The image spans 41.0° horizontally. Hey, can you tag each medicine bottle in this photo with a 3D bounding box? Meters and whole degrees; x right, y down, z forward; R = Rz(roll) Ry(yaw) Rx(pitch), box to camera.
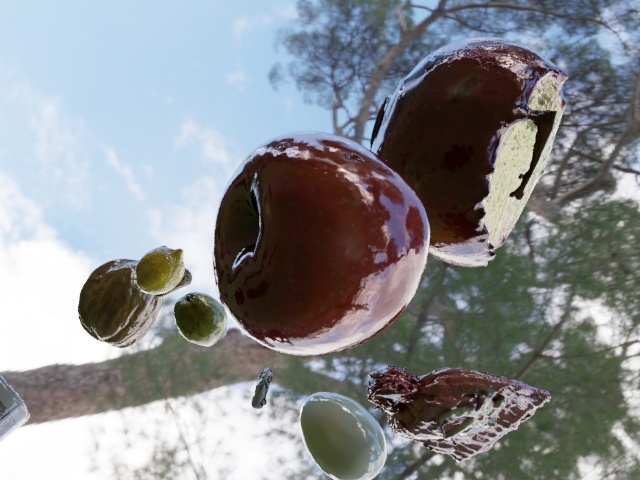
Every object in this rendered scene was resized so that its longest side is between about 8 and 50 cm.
[{"bbox_3d":[-0.381,0.200,0.886,0.079,0.140,0.079,33,-32,24],"label":"medicine bottle"}]

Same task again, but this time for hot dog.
[{"bbox_3d":[-0.294,0.077,1.685,0.058,0.083,0.035,55,-21,26],"label":"hot dog"}]

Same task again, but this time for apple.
[{"bbox_3d":[0.000,0.000,0.991,0.260,0.216,0.261,-25,-119,58],"label":"apple"}]

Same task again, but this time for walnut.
[{"bbox_3d":[-0.466,0.141,2.009,0.213,0.213,0.213,7,-79,40],"label":"walnut"}]

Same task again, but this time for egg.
[{"bbox_3d":[0.043,0.401,1.752,0.209,0.151,0.151,45,-57,17],"label":"egg"}]

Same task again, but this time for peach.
[{"bbox_3d":[0.249,-0.166,1.537,0.310,0.335,0.406,26,-65,18],"label":"peach"}]

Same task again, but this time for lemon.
[{"bbox_3d":[-0.226,0.042,1.212,0.092,0.065,0.065,-38,-109,16],"label":"lemon"}]

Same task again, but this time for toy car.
[{"bbox_3d":[-0.129,0.324,1.877,0.041,0.025,0.093,-9,-116,59],"label":"toy car"}]

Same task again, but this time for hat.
[{"bbox_3d":[0.200,0.274,1.367,0.237,0.286,0.107,-49,-151,35],"label":"hat"}]

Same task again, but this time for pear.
[{"bbox_3d":[-0.257,0.168,1.845,0.107,0.107,0.131,10,-41,40],"label":"pear"}]
